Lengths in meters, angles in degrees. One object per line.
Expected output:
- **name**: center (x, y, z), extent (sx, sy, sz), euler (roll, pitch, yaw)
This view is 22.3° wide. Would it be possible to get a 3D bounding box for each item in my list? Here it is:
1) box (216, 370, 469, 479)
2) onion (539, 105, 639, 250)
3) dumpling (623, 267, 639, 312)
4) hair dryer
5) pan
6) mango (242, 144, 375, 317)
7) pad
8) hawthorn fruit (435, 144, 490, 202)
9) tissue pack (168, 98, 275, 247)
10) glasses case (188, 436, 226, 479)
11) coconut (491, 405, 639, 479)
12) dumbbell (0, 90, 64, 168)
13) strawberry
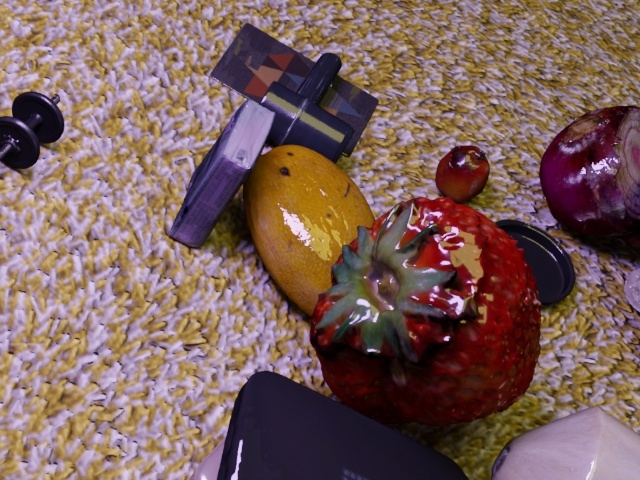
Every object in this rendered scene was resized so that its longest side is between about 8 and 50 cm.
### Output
- **box**: center (0.021, 0.299, 1.623), extent (0.290, 0.073, 0.289), euler (28, 47, -21)
- **onion**: center (0.388, -0.066, 2.180), extent (0.218, 0.140, 0.195), euler (61, 32, -27)
- **dumpling**: center (0.433, 0.070, 2.141), extent (0.052, 0.057, 0.076), euler (17, 58, -71)
- **hair dryer**: center (-0.003, -0.184, 2.101), extent (0.124, 0.071, 0.219), euler (30, 40, -4)
- **pan**: center (0.227, 0.038, 2.056), extent (0.235, 0.028, 0.136), euler (-12, 57, -40)
- **mango**: center (0.002, -0.004, 1.908), extent (0.157, 0.109, 0.262), euler (-14, 61, -42)
- **pad**: center (-0.032, -0.202, 2.148), extent (0.211, 0.003, 0.143), euler (29, 43, -2)
- **hawthorn fruit**: center (0.186, -0.089, 2.118), extent (0.077, 0.077, 0.077), euler (16, 45, -17)
- **tissue pack**: center (-0.115, -0.076, 1.873), extent (0.051, 0.156, 0.112), euler (29, 43, -9)
- **glasses case**: center (-0.065, 0.229, 1.699), extent (0.083, 0.050, 0.196), euler (42, 44, 6)
- **coconut**: center (0.284, 0.285, 1.743), extent (0.222, 0.202, 0.202), euler (31, 43, -5)
- **dumbbell**: center (-0.337, -0.126, 1.855), extent (0.069, 0.069, 0.147), euler (33, 43, 2)
- **strawberry**: center (0.134, 0.090, 1.772), extent (0.288, 0.250, 0.238), euler (31, 70, -44)
